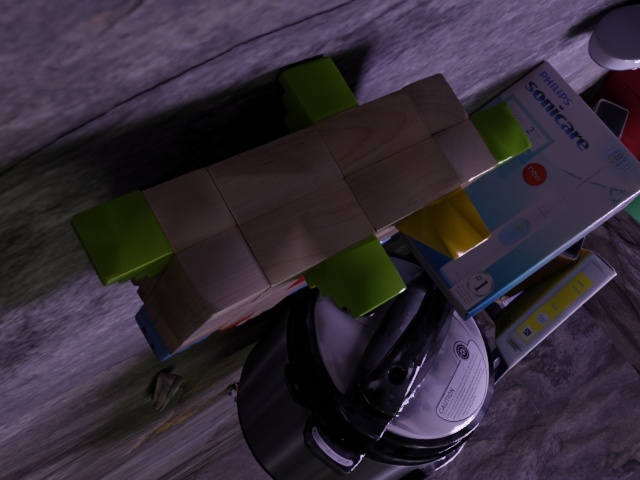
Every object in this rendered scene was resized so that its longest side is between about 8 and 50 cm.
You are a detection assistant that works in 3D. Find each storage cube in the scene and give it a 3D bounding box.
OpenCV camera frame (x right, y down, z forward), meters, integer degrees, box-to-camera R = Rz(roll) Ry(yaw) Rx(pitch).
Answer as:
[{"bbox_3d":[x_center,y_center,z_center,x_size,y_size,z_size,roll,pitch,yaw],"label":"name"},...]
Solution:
[{"bbox_3d":[0.638,-0.244,1.223,0.215,0.193,0.184,-34,165,-10],"label":"storage cube"}]

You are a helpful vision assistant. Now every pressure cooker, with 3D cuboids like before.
[{"bbox_3d":[0.078,0.225,1.116,0.375,0.370,0.420,5,144,-26],"label":"pressure cooker"}]

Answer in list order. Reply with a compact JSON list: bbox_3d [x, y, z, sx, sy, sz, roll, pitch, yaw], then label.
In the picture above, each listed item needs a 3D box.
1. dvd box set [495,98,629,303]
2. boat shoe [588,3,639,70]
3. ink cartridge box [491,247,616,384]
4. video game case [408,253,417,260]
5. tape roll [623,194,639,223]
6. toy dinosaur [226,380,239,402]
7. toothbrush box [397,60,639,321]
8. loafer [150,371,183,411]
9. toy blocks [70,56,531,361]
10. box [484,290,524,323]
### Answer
[{"bbox_3d":[0.448,-0.053,1.316,0.420,0.062,0.308,99,16,-74],"label":"dvd box set"},{"bbox_3d":[0.452,-0.278,0.914,0.258,0.095,0.084,-26,158,-26],"label":"boat shoe"},{"bbox_3d":[0.398,0.137,1.242,0.307,0.072,0.303,-43,172,12],"label":"ink cartridge box"},{"bbox_3d":[0.222,0.151,1.560,0.275,0.035,0.248,-38,127,10],"label":"video game case"},{"bbox_3d":[0.706,-0.144,1.422,0.321,0.321,0.077,-18,157,-48],"label":"tape roll"},{"bbox_3d":[-0.183,0.349,1.549,0.090,0.047,0.082,-59,172,34],"label":"toy dinosaur"},{"bbox_3d":[0.255,-0.062,0.912,0.295,0.216,0.126,-35,165,0],"label":"toothbrush box"},{"bbox_3d":[-0.261,0.246,1.089,0.125,0.039,0.045,-50,-168,50],"label":"loafer"},{"bbox_3d":[-0.032,-0.006,0.605,0.381,0.191,0.261,-27,174,-30],"label":"toy blocks"},{"bbox_3d":[0.658,0.120,2.154,0.294,0.296,0.183,-34,165,-7],"label":"box"}]
